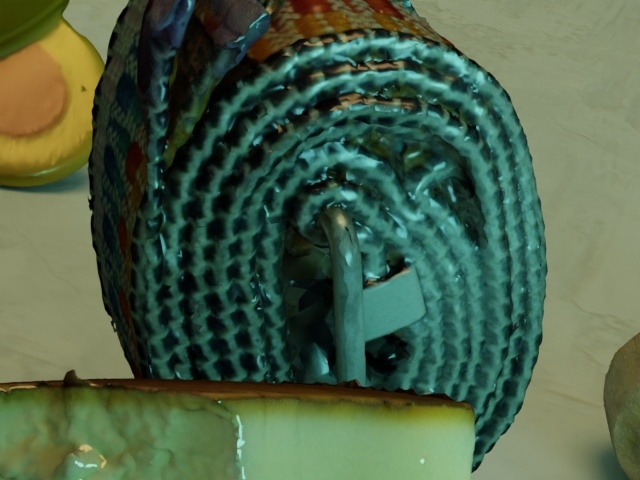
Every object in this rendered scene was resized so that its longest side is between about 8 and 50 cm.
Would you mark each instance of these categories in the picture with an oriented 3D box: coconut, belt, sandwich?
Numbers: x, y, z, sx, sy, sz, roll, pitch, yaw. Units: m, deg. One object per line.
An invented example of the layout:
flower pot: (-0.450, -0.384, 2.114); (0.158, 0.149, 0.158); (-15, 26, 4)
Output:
coconut: (0.219, 0.094, 1.068); (0.110, 0.110, 0.124); (14, 26, -1)
belt: (0.000, 0.000, 0.891); (0.207, 0.295, 0.160); (-7, 28, -17)
sandwich: (-0.077, 0.104, 0.715); (0.220, 0.108, 0.186); (-2, -5, 42)

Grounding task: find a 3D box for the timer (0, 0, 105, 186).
timer: (-0.318, -0.230, 1.303); (0.376, 0.376, 0.387); (9, 63, -15)
